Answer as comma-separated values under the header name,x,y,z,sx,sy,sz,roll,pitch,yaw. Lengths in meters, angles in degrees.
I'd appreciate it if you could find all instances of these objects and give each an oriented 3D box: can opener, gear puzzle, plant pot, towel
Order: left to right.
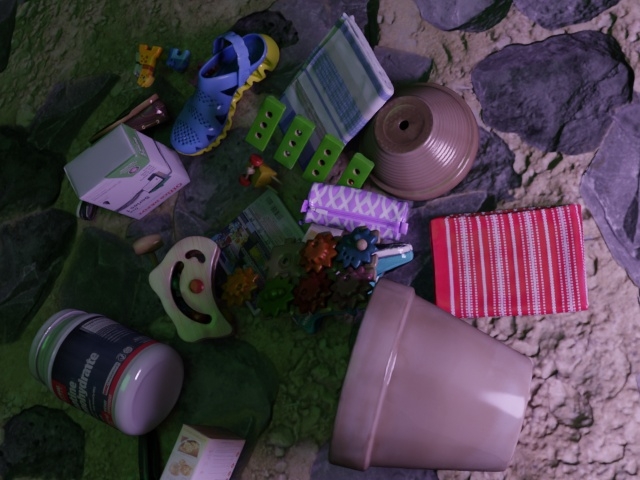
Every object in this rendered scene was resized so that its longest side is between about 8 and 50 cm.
name,x,y,z,sx,sy,sz,roll,pitch,yaw
can opener,-0.345,0.466,1.670,0.073,0.059,0.186,-15,72,20
gear puzzle,-0.050,0.059,1.546,0.339,0.044,0.175,-9,57,30
towel,0.018,-0.280,1.655,0.285,0.034,0.209,-46,61,38
plant pot,0.176,-0.202,1.587,0.237,0.110,0.237,-6,75,21
plant pot,0.191,0.249,1.385,0.280,0.323,0.323,14,83,9
towel,0.334,0.038,1.502,0.275,0.031,0.199,-5,76,22

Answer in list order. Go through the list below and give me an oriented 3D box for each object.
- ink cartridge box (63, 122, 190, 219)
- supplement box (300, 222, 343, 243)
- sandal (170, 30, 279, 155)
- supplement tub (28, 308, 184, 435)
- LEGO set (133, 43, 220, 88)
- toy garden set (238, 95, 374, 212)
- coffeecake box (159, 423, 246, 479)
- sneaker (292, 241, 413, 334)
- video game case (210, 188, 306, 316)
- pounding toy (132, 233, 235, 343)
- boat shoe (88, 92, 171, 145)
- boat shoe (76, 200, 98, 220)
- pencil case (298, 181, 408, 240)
name,x,y,z,sx,sy,sz,roll,pitch,yaw
ink cartridge box,-0.402,-0.141,1.761,0.160,0.219,0.092,-35,69,13
supplement box,0.000,0.000,1.631,0.062,0.036,0.098,28,75,6
sandal,-0.227,-0.327,1.778,0.126,0.138,0.317,35,94,24
supplement tub,-0.432,0.261,1.686,0.272,0.191,0.191,19,85,26
LEGO set,-0.354,-0.379,1.872,0.227,0.087,0.093,14,82,27
toy garden set,-0.038,-0.147,1.653,0.244,0.049,0.204,34,126,3
coffeecake box,-0.236,0.450,1.580,0.068,0.142,0.185,21,86,27
sneaker,0.063,0.085,1.585,0.275,0.107,0.110,-30,86,19
video game case,-0.115,0.022,1.704,0.183,0.023,0.201,-40,66,9
pounding toy,-0.257,0.085,1.710,0.154,0.155,0.269,-30,83,-5
boat shoe,-0.432,-0.252,1.883,0.207,0.073,0.073,-26,108,22
boat shoe,-0.520,-0.106,1.898,0.038,0.046,0.125,15,86,26
pencil case,0.065,-0.055,1.578,0.206,0.088,0.086,10,98,5
